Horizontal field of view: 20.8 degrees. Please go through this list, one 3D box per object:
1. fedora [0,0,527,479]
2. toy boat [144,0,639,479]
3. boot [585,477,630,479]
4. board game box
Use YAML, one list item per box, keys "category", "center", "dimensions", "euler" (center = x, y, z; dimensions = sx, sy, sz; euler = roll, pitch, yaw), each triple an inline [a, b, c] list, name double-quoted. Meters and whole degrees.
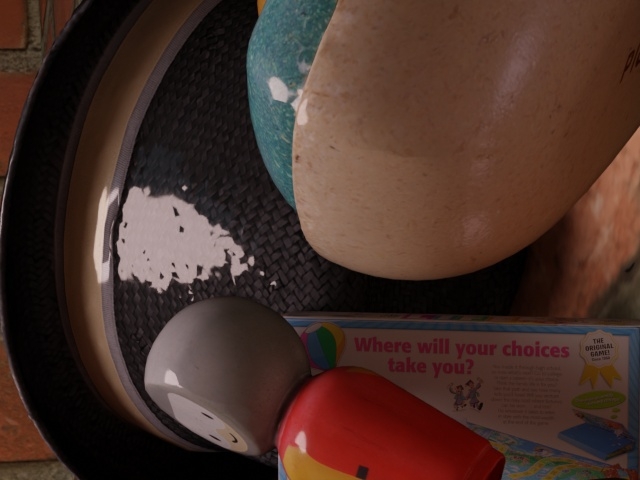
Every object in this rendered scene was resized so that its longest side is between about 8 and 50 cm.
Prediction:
- category: "fedora"
  center: [0.000, 0.000, 0.856]
  dimensions: [0.152, 0.334, 0.334]
  euler: [21, 115, 42]
- category: "toy boat"
  center: [0.029, -0.035, 0.634]
  dimensions: [0.267, 0.148, 0.318]
  euler: [-35, -34, -58]
- category: "boot"
  center: [0.101, 0.277, 0.671]
  dimensions: [0.222, 0.118, 0.338]
  euler: [-117, 22, -43]
- category: "board game box"
  center: [0.059, 0.084, 0.737]
  dimensions: [0.026, 0.154, 0.103]
  euler: [-13, -77, -76]
